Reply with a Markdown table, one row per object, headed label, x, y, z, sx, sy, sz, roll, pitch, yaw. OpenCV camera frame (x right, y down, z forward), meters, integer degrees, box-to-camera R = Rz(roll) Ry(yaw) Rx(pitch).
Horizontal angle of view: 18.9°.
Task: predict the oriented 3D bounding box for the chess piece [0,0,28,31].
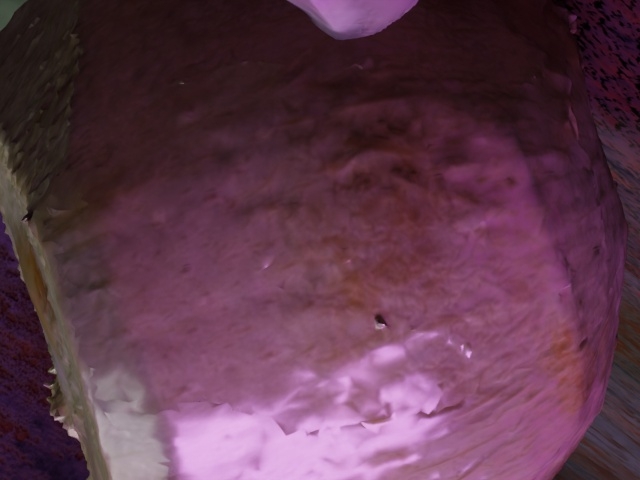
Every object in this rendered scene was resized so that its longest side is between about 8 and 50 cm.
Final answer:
| label | x | y | z | sx | sy | sz | roll | pitch | yaw |
| --- | --- | --- | --- | --- | --- | --- | --- | --- | --- |
| chess piece | -0.128 | -0.132 | 1.006 | 0.299 | 0.194 | 0.194 | 26 | 175 | -4 |

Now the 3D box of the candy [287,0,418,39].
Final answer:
| label | x | y | z | sx | sy | sz | roll | pitch | yaw |
| --- | --- | --- | --- | --- | --- | --- | --- | --- | --- |
| candy | -0.054 | -0.169 | 0.515 | 0.155 | 0.115 | 0.265 | 30 | 173 | 29 |

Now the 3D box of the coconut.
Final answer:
| label | x | y | z | sx | sy | sz | roll | pitch | yaw |
| --- | --- | --- | --- | --- | --- | --- | --- | --- | --- |
| coconut | 0.000 | 0.000 | 0.816 | 0.297 | 0.255 | 0.297 | 161 | 90 | -77 |
